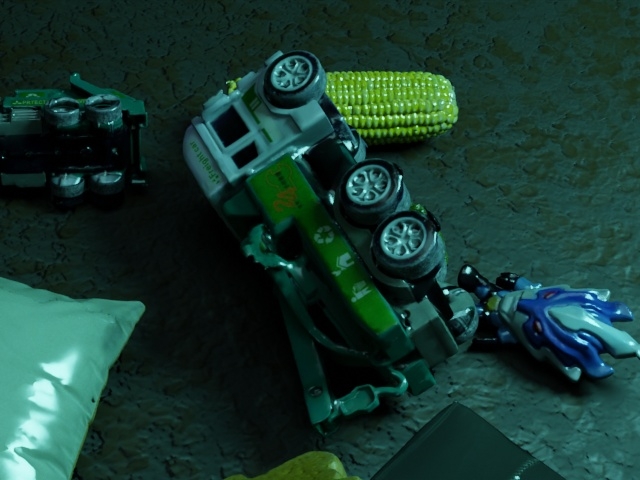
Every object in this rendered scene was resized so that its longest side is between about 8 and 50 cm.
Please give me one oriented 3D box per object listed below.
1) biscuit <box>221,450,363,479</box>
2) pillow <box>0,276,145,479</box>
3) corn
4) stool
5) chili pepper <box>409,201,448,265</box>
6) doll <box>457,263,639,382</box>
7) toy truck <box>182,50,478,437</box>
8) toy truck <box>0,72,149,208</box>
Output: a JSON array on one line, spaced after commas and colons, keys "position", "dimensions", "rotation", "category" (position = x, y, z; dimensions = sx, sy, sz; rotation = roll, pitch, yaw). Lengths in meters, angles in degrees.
[{"position": [-0.074, 0.230, 1.156], "dimensions": [0.239, 0.041, 0.212], "rotation": [-13, 12, 12], "category": "biscuit"}, {"position": [-0.331, 0.134, 1.220], "dimensions": [0.312, 0.119, 0.310], "rotation": [11, 43, 5], "category": "pillow"}, {"position": [0.018, -0.138, 1.536], "dimensions": [0.248, 0.081, 0.081], "rotation": [-2, 47, -7], "category": "corn"}, {"position": [0.097, 0.246, 1.095], "dimensions": [0.141, 0.232, 0.232], "rotation": [34, 52, 20], "category": "stool"}, {"position": [0.108, -0.006, 1.462], "dimensions": [0.027, 0.022, 0.083], "rotation": [-12, 53, -18], "category": "chili pepper"}, {"position": [0.215, 0.077, 1.366], "dimensions": [0.195, 0.070, 0.096], "rotation": [17, 70, 20], "category": "doll"}, {"position": [0.006, -0.005, 1.344], "dimensions": [0.178, 0.176, 0.363], "rotation": [-30, 55, 1], "category": "toy truck"}, {"position": [-0.281, -0.107, 1.467], "dimensions": [0.216, 0.110, 0.116], "rotation": [-2, 34, -7], "category": "toy truck"}]
